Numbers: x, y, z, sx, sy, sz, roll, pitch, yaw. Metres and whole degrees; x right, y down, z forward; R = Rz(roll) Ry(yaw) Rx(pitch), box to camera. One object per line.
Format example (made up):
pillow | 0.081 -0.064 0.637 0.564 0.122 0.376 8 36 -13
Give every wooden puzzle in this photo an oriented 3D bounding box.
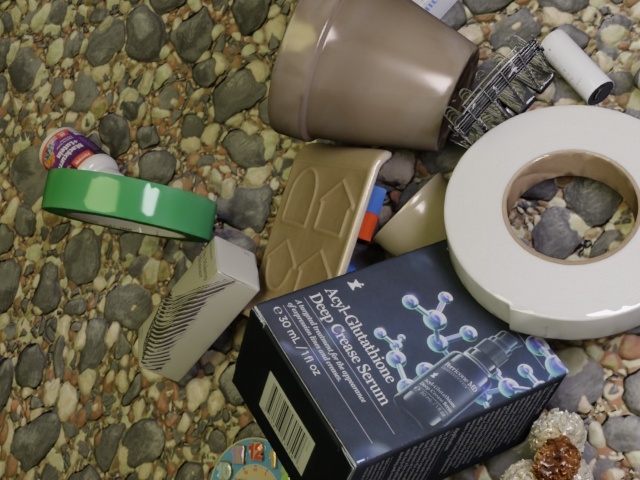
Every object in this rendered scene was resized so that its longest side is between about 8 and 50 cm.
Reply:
wooden puzzle | 0.000 0.000 2.037 0.322 0.081 0.347 16 84 64

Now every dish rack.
dish rack | 0.281 -0.236 1.859 0.074 0.271 0.208 43 97 17

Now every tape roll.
tape roll | -0.358 -0.063 2.188 0.321 0.321 0.077 7 84 33
tape roll | 0.380 -0.034 1.766 0.392 0.072 0.391 -5 58 7

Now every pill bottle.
pill bottle | -0.489 -0.148 2.417 0.193 0.108 0.108 36 99 32

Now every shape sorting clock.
shape sorting clock | -0.118 0.458 2.091 0.206 0.040 0.206 -8 75 31

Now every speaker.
speaker | 0.420 -0.284 1.909 0.055 0.055 0.136 -45 60 16

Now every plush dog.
plush dog | 0.326 0.395 1.715 0.210 0.225 0.262 42 102 32

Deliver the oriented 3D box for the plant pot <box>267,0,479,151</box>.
plant pot | 0.103 -0.284 1.963 0.280 0.323 0.323 23 92 13

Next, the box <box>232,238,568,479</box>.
box | 0.116 0.208 1.768 0.293 0.396 0.212 55 147 28

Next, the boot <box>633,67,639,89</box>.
boot | 0.619 -0.263 1.768 0.236 0.085 0.178 -43 65 17

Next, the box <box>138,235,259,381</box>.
box | -0.229 0.130 2.152 0.275 0.094 0.113 -50 30 26

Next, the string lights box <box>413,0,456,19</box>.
string lights box | 0.149 -0.515 2.117 0.133 0.077 0.259 -46 60 16

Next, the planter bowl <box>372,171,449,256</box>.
planter bowl | 0.181 -0.021 1.954 0.109 0.162 0.162 46 106 3
